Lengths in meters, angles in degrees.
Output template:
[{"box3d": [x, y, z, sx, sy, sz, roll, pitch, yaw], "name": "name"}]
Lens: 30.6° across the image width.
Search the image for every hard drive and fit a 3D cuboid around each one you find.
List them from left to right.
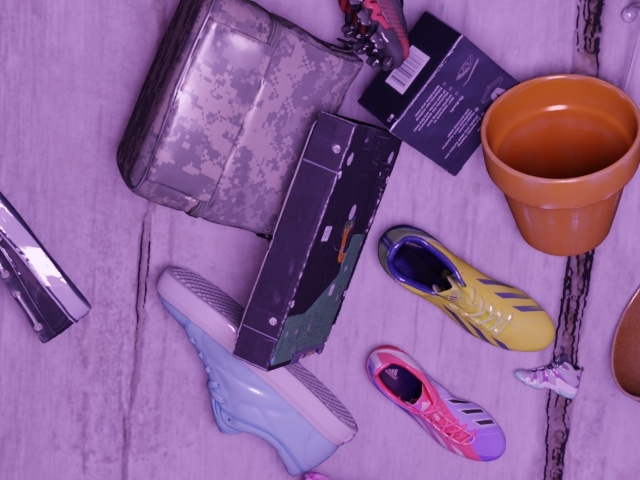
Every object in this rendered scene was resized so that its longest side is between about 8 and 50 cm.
[{"box3d": [0.000, 0.000, 1.576, 0.064, 0.237, 0.338, 22, 99, 18], "name": "hard drive"}]

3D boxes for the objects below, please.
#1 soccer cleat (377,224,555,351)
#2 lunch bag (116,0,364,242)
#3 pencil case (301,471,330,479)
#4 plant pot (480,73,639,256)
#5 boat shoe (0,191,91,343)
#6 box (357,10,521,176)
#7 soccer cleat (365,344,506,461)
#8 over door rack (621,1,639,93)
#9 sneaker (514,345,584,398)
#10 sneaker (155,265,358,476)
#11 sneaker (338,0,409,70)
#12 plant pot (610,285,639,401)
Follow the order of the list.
[{"box3d": [0.204, 0.079, 1.644, 0.289, 0.121, 0.093, 33, 99, -4], "name": "soccer cleat"}, {"box3d": [-0.104, -0.165, 1.571, 0.256, 0.212, 0.305, 20, 101, -21], "name": "lunch bag"}, {"box3d": [0.149, 0.436, 1.691, 0.386, 0.167, 0.160, 8, 78, 0], "name": "pencil case"}, {"box3d": [0.323, -0.086, 1.565, 0.205, 0.205, 0.188, -10, 137, 4], "name": "plant pot"}, {"box3d": [-0.460, 0.011, 1.664, 0.105, 0.113, 0.306, -38, 106, -7], "name": "boat shoe"}, {"box3d": [0.163, -0.196, 1.576, 0.158, 0.093, 0.156, 29, 102, -43], "name": "box"}, {"box3d": [0.166, 0.244, 1.688, 0.248, 0.095, 0.083, 40, 99, -4], "name": "soccer cleat"}, {"box3d": [0.527, -0.241, 1.595, 0.240, 0.108, 0.324, 7, 114, 1], "name": "over door rack"}, {"box3d": [0.336, 0.185, 1.702, 0.098, 0.038, 0.069, 16, 99, -10], "name": "sneaker"}, {"box3d": [-0.121, 0.200, 1.672, 0.366, 0.135, 0.150, 44, 95, -4], "name": "sneaker"}, {"box3d": [0.074, -0.352, 1.552, 0.135, 0.097, 0.276, -17, 67, -13], "name": "sneaker"}, {"box3d": [0.574, 0.170, 1.609, 0.254, 0.237, 0.237, 31, 100, -17], "name": "plant pot"}]
